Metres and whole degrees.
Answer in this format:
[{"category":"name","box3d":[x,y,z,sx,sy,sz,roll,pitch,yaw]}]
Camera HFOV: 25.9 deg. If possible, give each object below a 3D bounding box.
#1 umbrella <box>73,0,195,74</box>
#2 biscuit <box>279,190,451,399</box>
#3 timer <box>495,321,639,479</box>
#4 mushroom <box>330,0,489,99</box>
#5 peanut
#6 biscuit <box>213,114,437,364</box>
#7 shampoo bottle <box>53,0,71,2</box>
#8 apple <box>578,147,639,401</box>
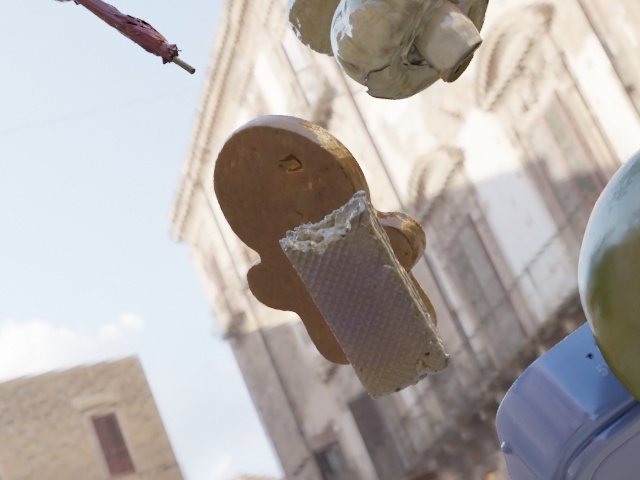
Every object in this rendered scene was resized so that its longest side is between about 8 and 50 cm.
[{"category":"umbrella","box3d":[-0.179,-0.200,1.298,0.025,0.165,0.027,-59,-18,9]},{"category":"biscuit","box3d":[0.054,0.064,1.577,0.108,0.239,0.062,-26,22,9]},{"category":"timer","box3d":[0.403,0.204,1.766,0.395,0.173,0.395,-26,-38,-22]},{"category":"mushroom","box3d":[0.080,-0.182,1.110,0.154,0.122,0.154,-35,-26,-20]},{"category":"peanut","box3d":[0.046,-0.392,1.985,0.152,0.152,0.313,-14,-27,-25]},{"category":"biscuit","box3d":[0.001,-0.001,1.751,0.275,0.355,0.052,-23,18,39]},{"category":"shampoo bottle","box3d":[-0.311,-0.336,1.630,0.049,0.087,0.233,8,-9,-2]},{"category":"apple","box3d":[0.439,0.031,1.411,0.357,0.357,0.357,-21,-19,-8]}]
